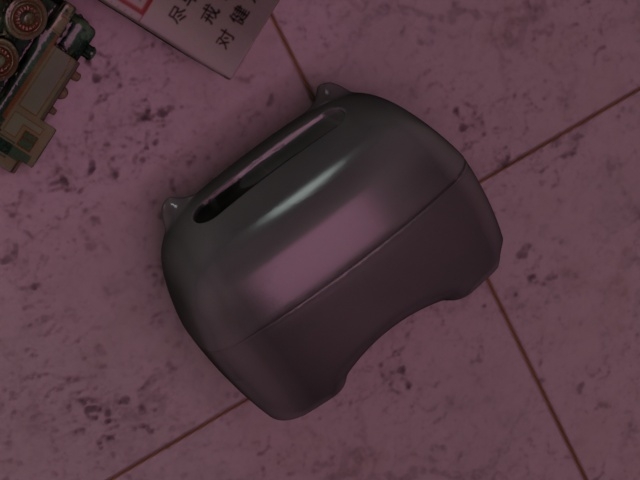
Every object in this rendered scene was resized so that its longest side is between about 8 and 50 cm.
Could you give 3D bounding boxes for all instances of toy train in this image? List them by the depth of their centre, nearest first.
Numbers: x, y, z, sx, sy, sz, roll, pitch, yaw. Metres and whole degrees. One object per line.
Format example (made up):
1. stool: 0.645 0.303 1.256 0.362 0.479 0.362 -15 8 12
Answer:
1. toy train: -0.306 -0.170 1.888 0.125 0.081 0.194 34 89 -30

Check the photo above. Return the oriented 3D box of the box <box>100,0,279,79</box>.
1. box: -0.176 -0.333 1.850 0.330 0.095 0.210 30 93 -31

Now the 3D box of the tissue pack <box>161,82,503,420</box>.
1. tissue pack: 0.000 0.000 1.926 0.333 0.229 0.236 -37 111 -5
